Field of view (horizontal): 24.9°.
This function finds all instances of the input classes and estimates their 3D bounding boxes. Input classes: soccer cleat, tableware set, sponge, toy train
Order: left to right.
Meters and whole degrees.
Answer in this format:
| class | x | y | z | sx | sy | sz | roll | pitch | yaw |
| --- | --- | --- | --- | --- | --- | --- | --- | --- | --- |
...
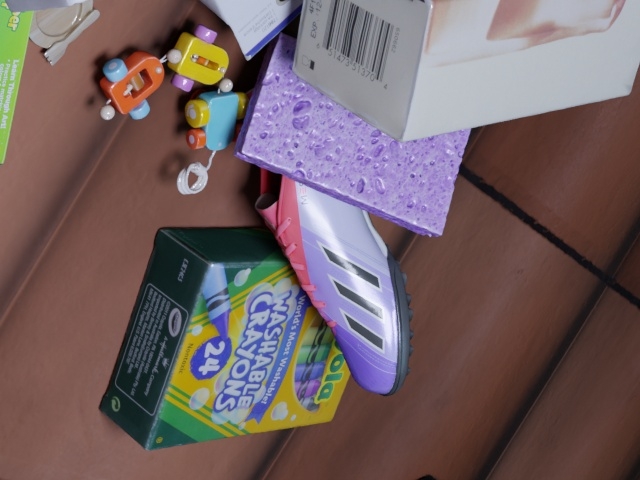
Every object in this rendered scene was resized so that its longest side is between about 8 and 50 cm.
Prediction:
| class | x | y | z | sx | sy | sz | roll | pitch | yaw |
| --- | --- | --- | --- | --- | --- | --- | --- | --- | --- |
| tableware set | -0.237 | -0.191 | 1.098 | 0.141 | 0.020 | 0.168 | -37 | 140 | -25 |
| toy train | -0.130 | -0.122 | 1.258 | 0.125 | 0.046 | 0.166 | -46 | 140 | -12 |
| soccer cleat | 0.000 | 0.000 | 1.363 | 0.116 | 0.109 | 0.318 | -15 | 94 | -26 |
| sponge | 0.033 | -0.093 | 1.312 | 0.210 | 0.031 | 0.117 | 22 | 79 | -20 |

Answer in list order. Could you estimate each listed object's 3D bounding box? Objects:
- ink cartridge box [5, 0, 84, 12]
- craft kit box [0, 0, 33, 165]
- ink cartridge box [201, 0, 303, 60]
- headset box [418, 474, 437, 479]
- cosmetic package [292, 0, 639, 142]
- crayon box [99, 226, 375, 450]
| class | x | y | z | sx | sy | sz | roll | pitch | yaw |
| --- | --- | --- | --- | --- | --- | --- | --- | --- | --- |
| ink cartridge box | -0.154 | -0.314 | 0.925 | 0.201 | 0.117 | 0.278 | -32 | 112 | -26 |
| craft kit box | -0.311 | -0.170 | 0.983 | 0.247 | 0.061 | 0.249 | -2 | 118 | -41 |
| ink cartridge box | -0.074 | -0.315 | 1.157 | 0.165 | 0.065 | 0.332 | -44 | 141 | -17 |
| headset box | 0.076 | 0.485 | 1.886 | 0.246 | 0.131 | 0.283 | -13 | 127 | -43 |
| cosmetic package | 0.140 | -0.191 | 1.259 | 0.296 | 0.153 | 0.129 | -15 | 128 | -40 |
| crayon box | -0.051 | 0.092 | 1.478 | 0.323 | 0.083 | 0.203 | -2 | 118 | -49 |
